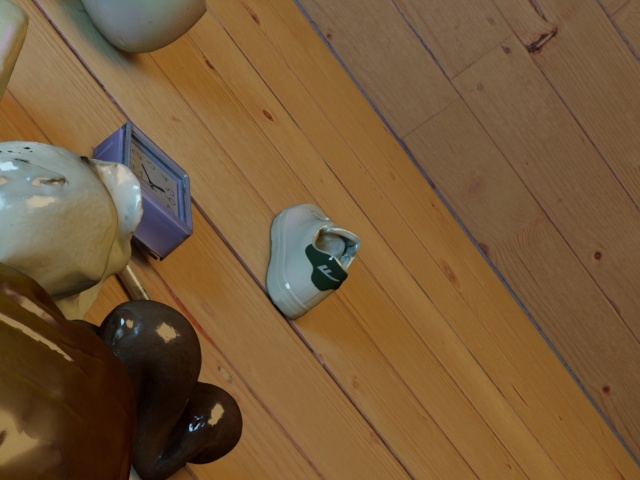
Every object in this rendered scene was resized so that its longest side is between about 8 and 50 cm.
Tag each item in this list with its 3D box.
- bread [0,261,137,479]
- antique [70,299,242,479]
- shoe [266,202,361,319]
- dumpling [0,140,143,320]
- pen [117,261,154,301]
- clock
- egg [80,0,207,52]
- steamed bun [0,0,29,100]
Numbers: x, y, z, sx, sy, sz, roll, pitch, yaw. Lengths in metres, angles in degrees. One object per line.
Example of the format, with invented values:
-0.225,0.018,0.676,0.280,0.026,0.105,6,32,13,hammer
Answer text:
-0.294,0.163,0.771,0.279,0.225,0.250,47,21,-24,bread
-0.184,0.176,1.077,0.121,0.143,0.256,-89,154,-59,antique
0.000,0.000,1.746,0.132,0.160,0.363,50,22,-20,shoe
-0.342,0.007,1.057,0.318,0.187,0.242,-28,123,-60,dumpling
-0.287,0.023,1.278,0.218,0.026,0.026,57,21,6,pen
-0.268,-0.078,1.369,0.144,0.073,0.193,44,17,-32,clock
-0.340,-0.429,1.652,0.206,0.161,0.271,-20,38,-37,egg
-0.453,-0.213,1.090,0.153,0.170,0.238,23,29,-16,steamed bun
